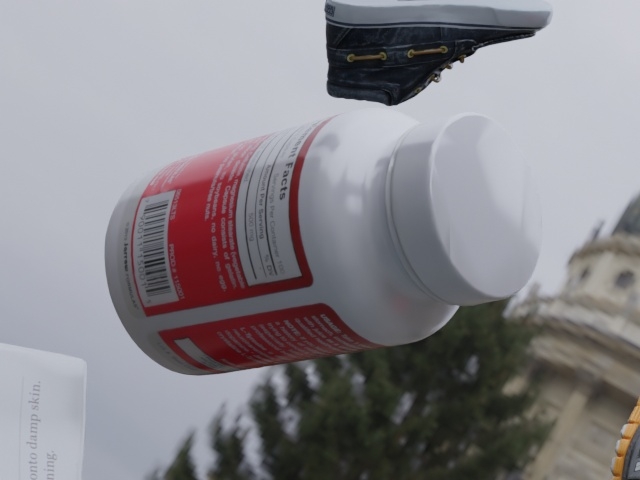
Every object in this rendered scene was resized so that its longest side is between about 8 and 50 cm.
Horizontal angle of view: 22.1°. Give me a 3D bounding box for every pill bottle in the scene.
[{"bbox_3d":[0.000,0.000,1.602,0.407,0.229,0.229,-12,-47,40],"label":"pill bottle"}]

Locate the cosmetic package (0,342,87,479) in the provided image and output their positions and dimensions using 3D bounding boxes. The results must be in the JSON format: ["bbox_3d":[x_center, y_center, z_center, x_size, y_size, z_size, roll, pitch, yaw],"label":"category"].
[{"bbox_3d":[-0.299,0.133,0.662,0.385,0.217,0.156,15,-29,-28],"label":"cosmetic package"}]

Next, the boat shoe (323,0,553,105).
[{"bbox_3d":[0.091,-0.155,1.301,0.065,0.183,0.083,-109,-160,-63],"label":"boat shoe"}]

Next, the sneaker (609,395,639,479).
[{"bbox_3d":[0.301,0.165,1.355,0.083,0.215,0.084,5,-24,35],"label":"sneaker"}]
